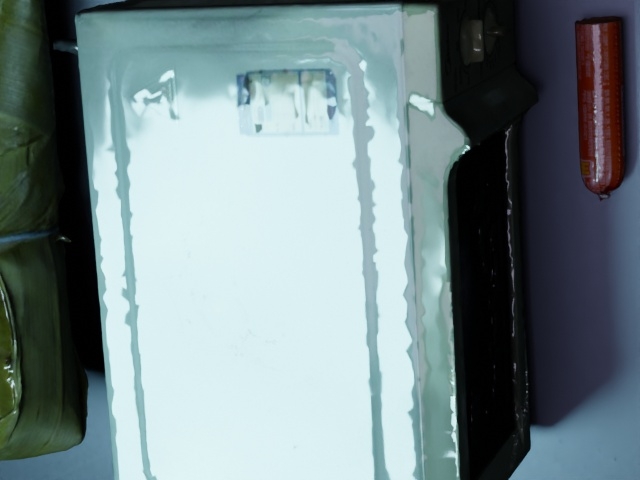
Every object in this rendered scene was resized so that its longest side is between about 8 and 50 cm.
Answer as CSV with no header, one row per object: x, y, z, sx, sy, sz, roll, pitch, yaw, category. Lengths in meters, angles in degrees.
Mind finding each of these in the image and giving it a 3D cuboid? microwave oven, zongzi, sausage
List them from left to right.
-0.355,-0.031,1.427,0.356,0.174,0.393,0,93,26,zongzi
0.000,0.000,1.267,0.286,0.218,0.355,1,103,21,microwave oven
0.196,-0.090,1.272,0.034,0.034,0.129,1,104,20,sausage
